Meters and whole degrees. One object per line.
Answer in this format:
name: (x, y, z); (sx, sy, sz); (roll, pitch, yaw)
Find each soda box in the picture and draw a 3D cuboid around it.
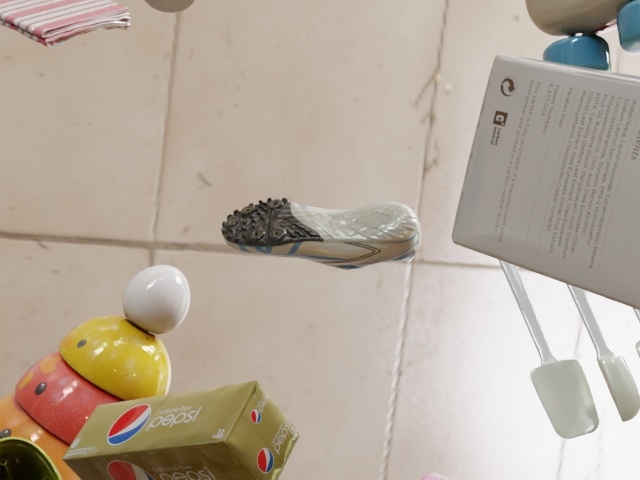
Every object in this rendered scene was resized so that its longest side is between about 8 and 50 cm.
soda box: (-0.108, 0.156, 0.737); (0.061, 0.181, 0.058); (55, 41, -25)

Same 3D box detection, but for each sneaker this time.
sneaker: (0.000, 0.000, 1.161); (0.085, 0.237, 0.086); (-82, 171, -45)

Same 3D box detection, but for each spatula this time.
spatula: (0.288, 0.086, 1.057); (0.168, 0.242, 0.019); (-15, 150, -4)

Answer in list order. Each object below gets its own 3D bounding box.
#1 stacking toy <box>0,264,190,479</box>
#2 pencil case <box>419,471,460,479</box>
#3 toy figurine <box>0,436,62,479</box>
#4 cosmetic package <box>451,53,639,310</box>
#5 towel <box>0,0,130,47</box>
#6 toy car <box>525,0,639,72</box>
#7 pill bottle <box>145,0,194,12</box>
stacking toy: (-0.384, 0.251, 1.732); (0.351, 0.351, 0.479); (31, 89, -39)
pencil case: (0.284, 0.416, 1.220); (0.167, 0.386, 0.160); (-8, 108, -65)
toy figurine: (-0.324, 0.434, 1.179); (0.191, 0.217, 0.362); (-34, 78, -18)
cosmetic package: (0.297, -0.019, 0.657); (0.197, 0.366, 0.155); (2, 105, -42)
towel: (-0.360, -0.297, 1.259); (0.144, 0.197, 0.029); (-30, 136, -45)
toy car: (0.373, -0.289, 1.082); (0.238, 0.210, 0.219); (2, 77, -30)
pill bottle: (-0.248, -0.481, 1.619); (0.121, 0.121, 0.216); (33, 38, -38)
